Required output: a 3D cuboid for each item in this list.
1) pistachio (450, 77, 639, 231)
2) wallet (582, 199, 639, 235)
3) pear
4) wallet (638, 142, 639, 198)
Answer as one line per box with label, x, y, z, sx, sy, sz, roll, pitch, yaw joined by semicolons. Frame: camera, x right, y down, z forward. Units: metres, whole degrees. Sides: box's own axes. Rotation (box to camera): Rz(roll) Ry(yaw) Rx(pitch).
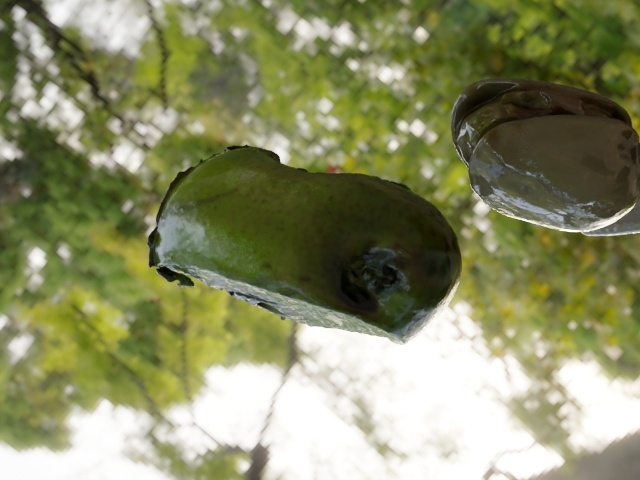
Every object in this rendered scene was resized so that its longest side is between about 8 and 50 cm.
pistachio;0.215;-0.078;1.575;0.215;0.144;0.144;16;-153;-32
wallet;0.376;-0.054;2.055;0.183;0.032;0.124;-5;-136;-7
pear;0.000;0.000;1.629;0.238;0.164;0.255;23;171;-39
wallet;0.410;-0.075;1.935;0.153;0.118;0.038;6;-114;-15
